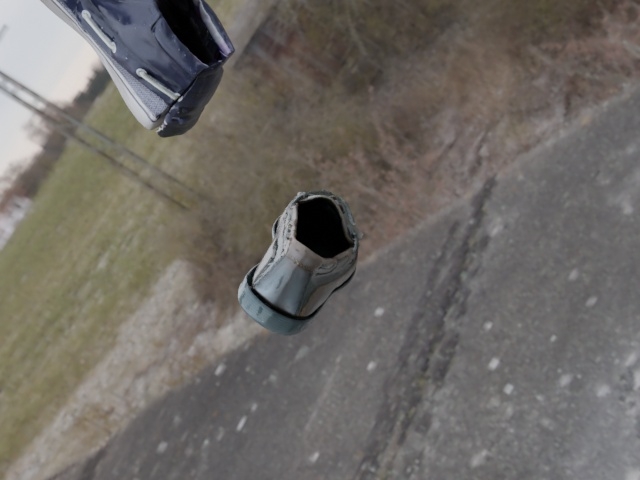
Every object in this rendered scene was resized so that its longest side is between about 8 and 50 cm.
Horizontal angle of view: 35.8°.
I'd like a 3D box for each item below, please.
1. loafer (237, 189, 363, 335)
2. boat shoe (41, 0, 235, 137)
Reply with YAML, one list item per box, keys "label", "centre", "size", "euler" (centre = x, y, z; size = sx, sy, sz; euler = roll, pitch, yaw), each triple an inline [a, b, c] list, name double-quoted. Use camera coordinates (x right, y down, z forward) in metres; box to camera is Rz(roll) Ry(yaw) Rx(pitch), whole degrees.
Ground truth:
- label: "loafer"
  centre: [0.000, 0.000, 0.945]
  size: [0.084, 0.096, 0.267]
  euler: [-59, 1, 24]
- label: "boat shoe"
  centre: [-0.231, -0.298, 1.172]
  size: [0.127, 0.340, 0.158]
  euler: [-41, 3, -38]
